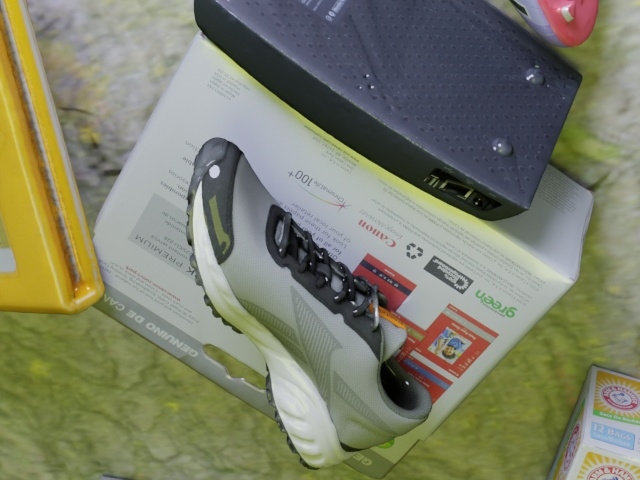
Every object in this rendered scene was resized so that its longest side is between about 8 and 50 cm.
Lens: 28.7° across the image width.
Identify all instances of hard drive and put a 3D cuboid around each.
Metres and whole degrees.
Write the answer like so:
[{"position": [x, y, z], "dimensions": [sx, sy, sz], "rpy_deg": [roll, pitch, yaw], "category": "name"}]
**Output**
[{"position": [0.047, -0.128, 0.851], "dimensions": [0.255, 0.172, 0.054], "rpy_deg": [33, 138, -4], "category": "hard drive"}]

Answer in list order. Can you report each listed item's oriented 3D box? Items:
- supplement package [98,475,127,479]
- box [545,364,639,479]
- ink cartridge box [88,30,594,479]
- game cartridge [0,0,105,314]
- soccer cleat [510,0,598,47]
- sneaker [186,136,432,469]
[{"position": [-0.147, 0.313, 1.217], "dimensions": [0.179, 0.105, 0.105], "rpy_deg": [6, 123, 14], "category": "supplement package"}, {"position": [0.245, 0.222, 1.041], "dimensions": [0.114, 0.103, 0.203], "rpy_deg": [17, 124, 6], "category": "box"}, {"position": [0.000, 0.000, 0.964], "dimensions": [0.309, 0.130, 0.272], "rpy_deg": [33, 126, -4], "category": "ink cartridge box"}, {"position": [-0.332, -0.078, 0.992], "dimensions": [0.324, 0.053, 0.285], "rpy_deg": [-2, 109, 35], "category": "game cartridge"}, {"position": [0.105, -0.235, 0.828], "dimensions": [0.095, 0.083, 0.248], "rpy_deg": [-6, 125, 48], "category": "soccer cleat"}, {"position": [-0.008, 0.038, 0.861], "dimensions": [0.108, 0.100, 0.271], "rpy_deg": [-18, 122, 19], "category": "sneaker"}]
